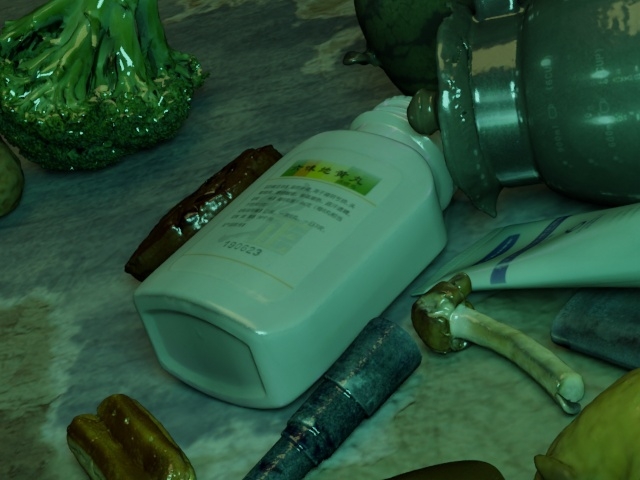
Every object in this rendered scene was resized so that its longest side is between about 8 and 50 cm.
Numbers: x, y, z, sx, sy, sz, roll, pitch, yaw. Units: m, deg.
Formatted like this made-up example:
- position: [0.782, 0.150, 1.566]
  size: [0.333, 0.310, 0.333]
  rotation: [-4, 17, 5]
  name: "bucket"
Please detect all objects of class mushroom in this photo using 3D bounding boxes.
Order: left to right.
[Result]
- position: [0.138, 0.079, 1.120]
  size: [0.060, 0.061, 0.187]
  rotation: [-30, 34, -25]
  name: "mushroom"

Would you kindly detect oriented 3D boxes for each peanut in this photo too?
- position: [-0.416, -0.087, 1.719]
  size: [0.108, 0.095, 0.226]
  rotation: [-25, 28, -13]
  name: "peanut"

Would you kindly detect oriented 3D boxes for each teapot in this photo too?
- position: [0.199, -0.154, 1.197]
  size: [0.285, 0.305, 0.223]
  rotation: [-8, 35, 17]
  name: "teapot"

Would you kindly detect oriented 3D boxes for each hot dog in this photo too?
- position: [-0.150, 0.174, 1.159]
  size: [0.071, 0.045, 0.165]
  rotation: [-29, 30, -17]
  name: "hot dog"

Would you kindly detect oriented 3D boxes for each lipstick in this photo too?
- position: [-0.011, 0.151, 1.101]
  size: [0.053, 0.053, 0.234]
  rotation: [10, 44, 43]
  name: "lipstick"

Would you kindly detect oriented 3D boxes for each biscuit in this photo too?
- position: [-0.112, -0.028, 1.405]
  size: [0.192, 0.049, 0.192]
  rotation: [-38, 2, 2]
  name: "biscuit"

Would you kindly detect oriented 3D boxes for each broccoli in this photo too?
- position: [-0.272, -0.194, 1.683]
  size: [0.269, 0.242, 0.261]
  rotation: [30, 24, 16]
  name: "broccoli"

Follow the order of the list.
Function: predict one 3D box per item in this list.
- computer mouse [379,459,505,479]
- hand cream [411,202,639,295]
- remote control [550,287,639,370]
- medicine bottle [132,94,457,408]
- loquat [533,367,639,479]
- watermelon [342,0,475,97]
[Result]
- position: [0.062, 0.234, 0.895]
  size: [0.158, 0.072, 0.310]
  rotation: [-18, 28, 3]
  name: "computer mouse"
- position: [0.197, 0.011, 1.142]
  size: [0.109, 0.067, 0.320]
  rotation: [-36, 12, -26]
  name: "hand cream"
- position: [0.330, 0.085, 0.995]
  size: [0.107, 0.044, 0.377]
  rotation: [-41, 34, -24]
  name: "remote control"
- position: [0.000, 0.000, 1.275]
  size: [0.179, 0.124, 0.324]
  rotation: [12, 45, 39]
  name: "medicine bottle"
- position: [0.225, 0.162, 0.753]
  size: [0.238, 0.238, 0.193]
  rotation: [-21, 34, 1]
  name: "loquat"
- position: [0.186, -0.255, 1.417]
  size: [0.359, 0.279, 0.279]
  rotation: [-27, 28, 9]
  name: "watermelon"
